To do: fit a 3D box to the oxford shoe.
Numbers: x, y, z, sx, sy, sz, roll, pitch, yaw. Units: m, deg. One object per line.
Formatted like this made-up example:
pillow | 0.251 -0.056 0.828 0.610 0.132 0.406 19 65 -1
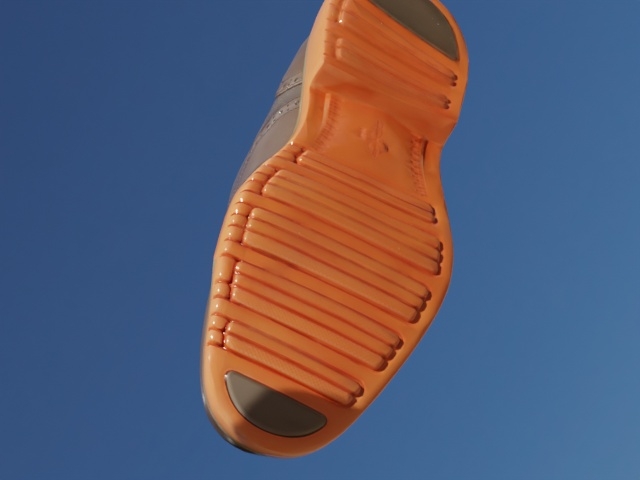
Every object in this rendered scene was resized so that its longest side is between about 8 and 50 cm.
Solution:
oxford shoe | 0.000 0.000 1.134 0.132 0.130 0.363 -51 12 45
